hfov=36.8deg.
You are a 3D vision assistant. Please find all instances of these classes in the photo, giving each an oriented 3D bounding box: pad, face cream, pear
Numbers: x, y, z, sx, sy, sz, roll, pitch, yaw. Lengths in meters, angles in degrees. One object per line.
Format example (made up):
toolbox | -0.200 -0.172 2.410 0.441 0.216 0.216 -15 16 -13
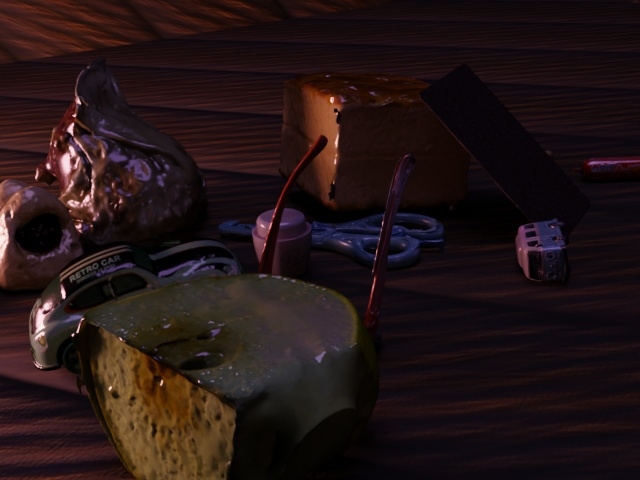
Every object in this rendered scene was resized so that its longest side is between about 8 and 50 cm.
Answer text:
pad | 0.308 -0.146 1.583 0.004 0.330 0.220 -43 -3 37
face cream | -0.058 0.005 1.476 0.091 0.095 0.091 -3 23 1
pear | -0.074 0.154 1.036 0.286 0.176 0.282 21 31 38

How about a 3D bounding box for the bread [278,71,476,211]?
bread | 0.093 -0.181 1.707 0.279 0.207 0.279 -4 18 -18

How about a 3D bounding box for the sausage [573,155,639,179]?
sausage | 0.537 -0.134 1.759 0.145 0.050 0.048 -1 64 6

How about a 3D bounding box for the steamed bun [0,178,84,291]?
steamed bun | -0.464 -0.017 1.528 0.141 0.155 0.172 -17 27 -30

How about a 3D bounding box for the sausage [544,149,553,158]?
sausage | 0.407 -0.147 1.844 0.024 0.024 0.132 14 28 38

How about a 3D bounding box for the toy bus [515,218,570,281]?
toy bus | 0.329 0.016 1.426 0.075 0.060 0.123 -5 20 10

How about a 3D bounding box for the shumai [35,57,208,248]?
shumai | -0.346 -0.158 1.666 0.292 0.288 0.330 -11 22 -18

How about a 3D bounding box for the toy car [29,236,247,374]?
toy car | -0.255 0.065 1.291 0.306 0.125 0.136 -24 27 -9

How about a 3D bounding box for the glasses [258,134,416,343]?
glasses | 0.000 0.000 1.275 0.118 0.268 0.234 1 12 -41

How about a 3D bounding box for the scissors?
scissors | 0.012 -0.012 1.585 0.393 0.032 0.180 4 24 21
